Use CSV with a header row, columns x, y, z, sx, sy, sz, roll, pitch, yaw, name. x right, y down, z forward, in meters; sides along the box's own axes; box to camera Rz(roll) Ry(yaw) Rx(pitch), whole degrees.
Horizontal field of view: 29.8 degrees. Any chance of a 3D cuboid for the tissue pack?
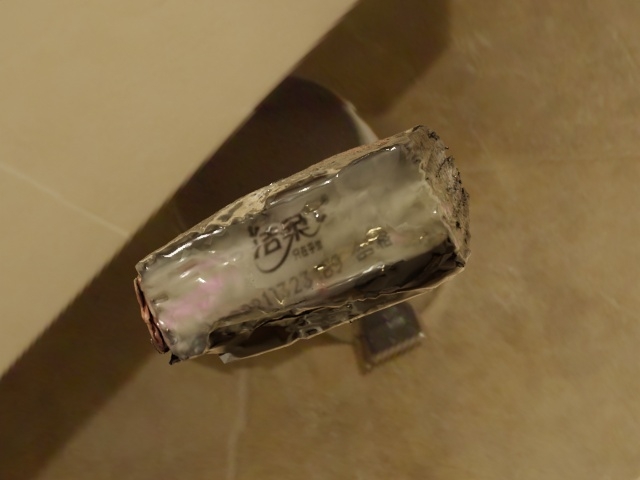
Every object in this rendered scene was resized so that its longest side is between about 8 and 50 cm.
x,y,z,sx,sy,sz,roll,pitch,yaw,name
0.000,0.000,0.996,0.245,0.332,0.123,-26,93,10,tissue pack
